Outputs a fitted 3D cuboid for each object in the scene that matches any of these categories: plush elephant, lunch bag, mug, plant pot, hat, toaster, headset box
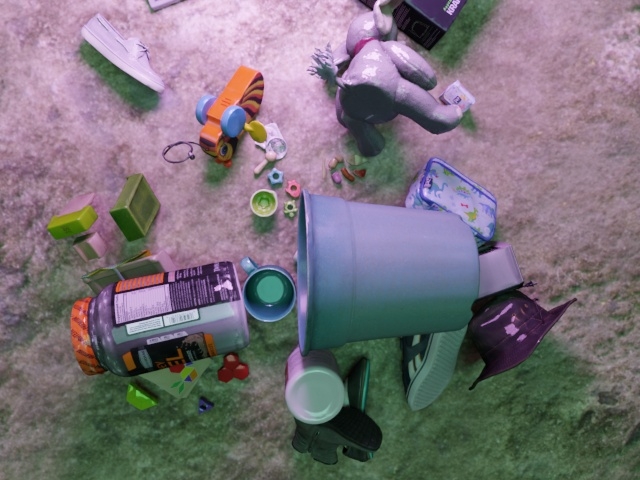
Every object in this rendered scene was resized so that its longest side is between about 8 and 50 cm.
[{"bbox_3d":[0.131,-0.389,0.979,0.330,0.271,0.256,31,63,-30],"label":"plush elephant"},{"bbox_3d":[0.338,-0.352,1.072,0.071,0.083,0.053,42,91,-7],"label":"lunch bag"},{"bbox_3d":[-0.126,0.112,1.076,0.129,0.097,0.158,-4,95,-3],"label":"mug"},{"bbox_3d":[0.123,0.065,0.919,0.334,0.341,0.341,0,95,-7],"label":"plant pot"},{"bbox_3d":[0.321,-0.092,1.060,0.219,0.090,0.176,34,50,-6],"label":"lunch bag"},{"bbox_3d":[0.443,0.205,1.050,0.331,0.331,0.134,-40,72,0],"label":"hat"},{"bbox_3d":[0.390,0.077,1.073,0.185,0.168,0.110,-19,95,-1],"label":"toaster"},{"bbox_3d":[0.226,-0.645,1.014,0.283,0.131,0.246,34,92,-6],"label":"headset box"}]

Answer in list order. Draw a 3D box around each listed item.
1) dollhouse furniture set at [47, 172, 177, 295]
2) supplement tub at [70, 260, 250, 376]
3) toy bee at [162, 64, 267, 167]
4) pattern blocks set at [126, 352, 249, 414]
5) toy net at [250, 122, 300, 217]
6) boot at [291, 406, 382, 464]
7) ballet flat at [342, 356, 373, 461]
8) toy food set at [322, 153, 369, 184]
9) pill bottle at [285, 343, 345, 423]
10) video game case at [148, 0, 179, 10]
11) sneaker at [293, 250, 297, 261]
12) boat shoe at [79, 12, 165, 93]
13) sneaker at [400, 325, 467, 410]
[{"bbox_3d":[-0.467,0.023,1.060,0.197,0.151,0.302,-16,125,4],"label":"dollhouse furniture set"},{"bbox_3d":[-0.338,0.174,0.960,0.337,0.207,0.207,-11,96,-13],"label":"supplement tub"},{"bbox_3d":[-0.236,-0.261,1.027,0.298,0.162,0.195,-36,65,-12],"label":"toy bee"},{"bbox_3d":[-0.375,0.306,1.098,0.285,0.026,0.325,-41,105,0],"label":"pattern blocks set"},{"bbox_3d":[-0.108,-0.173,1.077,0.122,0.045,0.232,2,95,-4],"label":"toy net"},{"bbox_3d":[0.038,0.494,1.085,0.246,0.083,0.161,12,118,28],"label":"boot"},{"bbox_3d":[0.084,0.439,1.127,0.096,0.095,0.281,-1,95,11],"label":"ballet flat"},{"bbox_3d":[0.063,-0.179,1.103,0.122,0.019,0.078,1,96,-12],"label":"toy food set"},{"bbox_3d":[-0.019,0.320,1.036,0.131,0.229,0.131,0,96,-4],"label":"pill bottle"},{"bbox_3d":[-0.335,-0.674,1.027,0.212,0.023,0.193,-22,97,-1],"label":"video game case"},{"bbox_3d":[0.000,0.000,1.092,0.084,0.058,0.152,26,97,0],"label":"sneaker"},{"bbox_3d":[-0.446,-0.438,1.012,0.227,0.079,0.081,39,96,-3],"label":"boat shoe"},{"bbox_3d":[0.271,0.284,1.116,0.126,0.127,0.321,-6,122,-29],"label":"sneaker"}]
